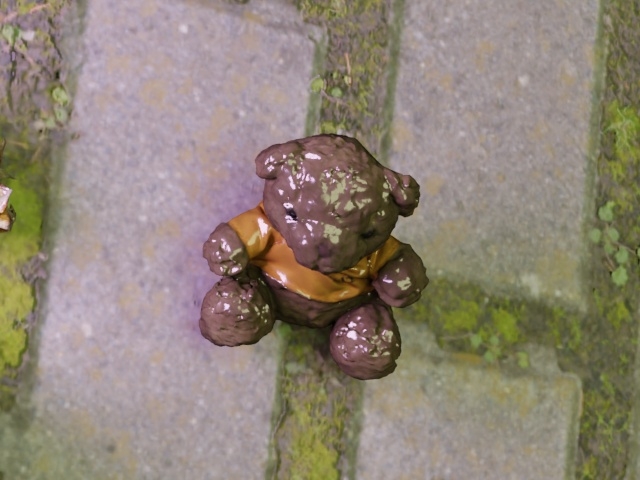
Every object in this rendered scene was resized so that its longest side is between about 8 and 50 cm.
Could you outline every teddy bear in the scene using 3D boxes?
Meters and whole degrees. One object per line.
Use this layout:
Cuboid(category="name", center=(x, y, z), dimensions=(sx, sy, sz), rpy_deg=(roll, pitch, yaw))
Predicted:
Cuboid(category="teddy bear", center=(0.000, 0.000, 1.526), dimensions=(0.177, 0.190, 0.140), rpy_deg=(12, 46, -7))

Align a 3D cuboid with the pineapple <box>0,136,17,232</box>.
Cuboid(category="pineapple", center=(-0.284, -0.050, 1.445), dimensions=(0.116, 0.069, 0.137), rpy_deg=(-43, 104, -27))
